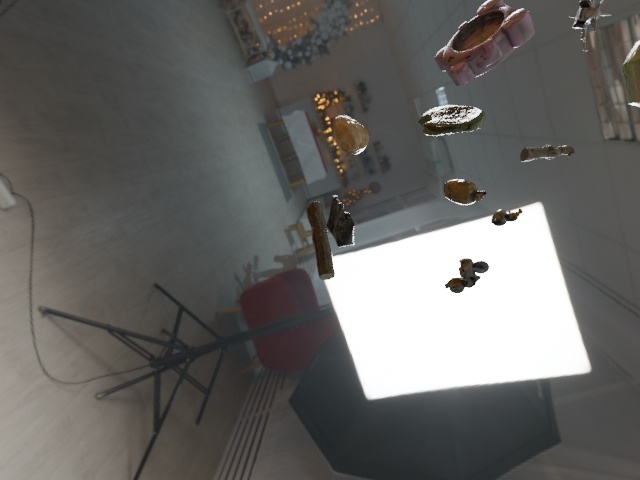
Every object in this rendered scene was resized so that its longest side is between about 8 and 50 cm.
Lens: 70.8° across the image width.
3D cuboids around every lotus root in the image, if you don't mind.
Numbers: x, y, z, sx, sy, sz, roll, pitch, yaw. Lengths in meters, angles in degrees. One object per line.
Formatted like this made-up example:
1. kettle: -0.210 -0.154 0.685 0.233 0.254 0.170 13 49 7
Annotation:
1. lotus root: 0.702 -0.234 2.197 0.125 0.220 0.118 2 107 -53

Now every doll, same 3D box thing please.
1. doll: 0.979 -0.129 2.389 0.102 0.179 0.089 -31 90 -42

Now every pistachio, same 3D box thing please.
1. pistachio: 0.144 -0.530 2.244 0.229 0.157 0.157 58 2 28

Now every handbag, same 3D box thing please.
1. handbag: 0.102 -0.088 2.179 0.270 0.088 0.175 -119 -154 -47

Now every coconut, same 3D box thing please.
1. coconut: 0.973 -0.469 1.266 0.236 0.204 0.236 -21 90 -78

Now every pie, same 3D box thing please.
1. pie: 0.604 -0.555 2.071 0.302 0.302 0.067 -95 175 -56

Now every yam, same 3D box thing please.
1. yam: 0.000 0.000 1.436 0.061 0.061 0.253 48 30 -69

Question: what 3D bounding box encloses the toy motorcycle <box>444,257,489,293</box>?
1. toy motorcycle: 0.637 0.151 2.008 0.129 0.229 0.094 23 41 -16

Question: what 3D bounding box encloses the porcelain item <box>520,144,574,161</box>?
1. porcelain item: 0.966 -0.375 1.910 0.084 0.213 0.054 94 -11 -74

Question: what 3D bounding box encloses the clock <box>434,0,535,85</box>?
1. clock: 0.605 -0.746 1.700 0.113 0.322 0.296 40 24 -33

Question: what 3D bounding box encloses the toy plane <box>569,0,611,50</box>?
1. toy plane: 1.029 -0.867 1.736 0.255 0.101 0.251 -61 158 -64
